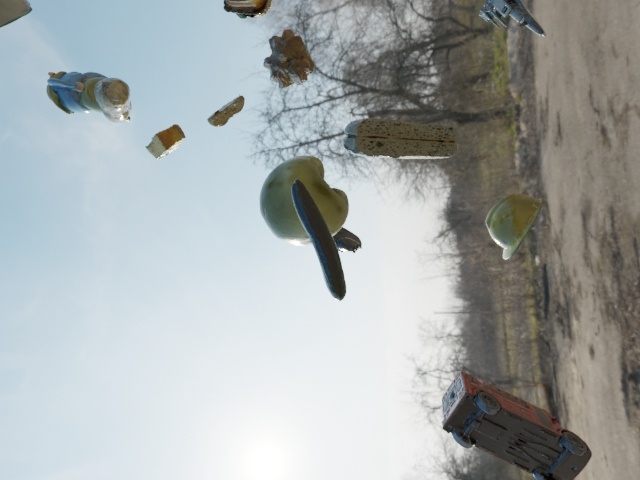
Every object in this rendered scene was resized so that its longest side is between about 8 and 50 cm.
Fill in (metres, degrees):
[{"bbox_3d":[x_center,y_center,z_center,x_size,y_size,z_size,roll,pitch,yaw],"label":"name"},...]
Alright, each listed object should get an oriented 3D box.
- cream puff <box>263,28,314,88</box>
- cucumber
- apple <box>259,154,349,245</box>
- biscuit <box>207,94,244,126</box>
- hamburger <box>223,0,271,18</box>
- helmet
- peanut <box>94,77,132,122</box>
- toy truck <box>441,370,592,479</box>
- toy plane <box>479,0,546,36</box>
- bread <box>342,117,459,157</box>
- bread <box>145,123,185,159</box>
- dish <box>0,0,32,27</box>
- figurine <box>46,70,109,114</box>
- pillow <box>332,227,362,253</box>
[{"bbox_3d":[-0.072,-0.401,0.891,0.094,0.116,0.122,-67,-4,-76],"label":"cream puff"},{"bbox_3d":[0.000,0.000,0.876,0.284,0.056,0.056,69,-157,-6],"label":"cucumber"},{"bbox_3d":[-0.064,-0.115,1.306,0.295,0.258,0.233,53,-159,-10],"label":"apple"},{"bbox_3d":[-0.373,-0.502,1.578,0.183,0.118,0.061,-49,-62,-27],"label":"biscuit"},{"bbox_3d":[-0.166,-0.625,0.985,0.087,0.137,0.166,18,-97,-80],"label":"hamburger"},{"bbox_3d":[0.690,-0.074,1.477,0.257,0.140,0.205,-58,-11,-3],"label":"helmet"},{"bbox_3d":[-0.565,-0.385,1.102,0.214,0.100,0.099,169,96,-73],"label":"peanut"},{"bbox_3d":[0.369,0.360,0.774,0.114,0.253,0.107,-58,-8,-71],"label":"toy truck"},{"bbox_3d":[0.444,-0.565,0.951,0.234,0.082,0.160,64,167,13],"label":"toy plane"},{"bbox_3d":[0.219,-0.287,1.150,0.183,0.337,0.102,-143,54,-70],"label":"bread"},{"bbox_3d":[-0.524,-0.331,1.357,0.103,0.187,0.065,-46,-69,-33],"label":"bread"},{"bbox_3d":[-0.788,-0.534,0.892,0.078,0.246,0.224,80,-175,-53],"label":"dish"},{"bbox_3d":[-0.789,-0.497,1.370,0.180,0.262,0.153,-107,27,-62],"label":"figurine"},{"bbox_3d":[0.027,-0.044,1.732,0.092,0.335,0.161,-61,-17,15],"label":"pillow"}]
